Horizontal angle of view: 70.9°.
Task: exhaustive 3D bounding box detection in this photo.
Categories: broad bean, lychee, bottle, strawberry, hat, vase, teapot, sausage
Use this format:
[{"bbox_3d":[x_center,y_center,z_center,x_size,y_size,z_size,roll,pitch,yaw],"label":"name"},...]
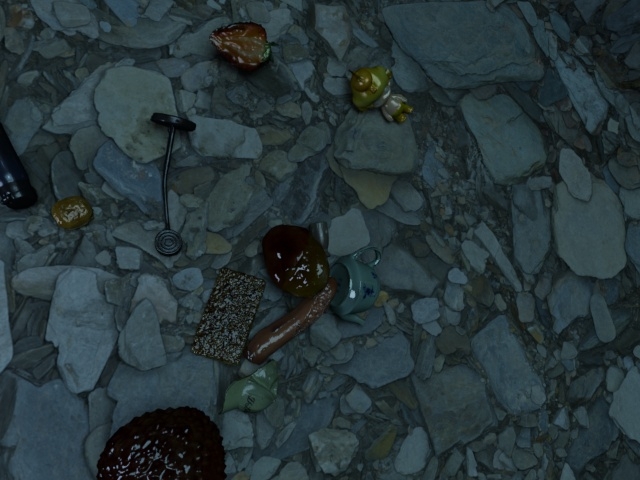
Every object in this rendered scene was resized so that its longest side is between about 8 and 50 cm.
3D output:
[{"bbox_3d":[-0.067,0.049,1.153,0.156,0.122,0.228,-36,51,-1],"label":"broad bean"},{"bbox_3d":[-0.322,0.476,0.895,0.300,0.264,0.264,-23,85,-50],"label":"lychee"},{"bbox_3d":[-0.722,-0.187,1.012,0.072,0.082,0.244,-29,87,18],"label":"bottle"},{"bbox_3d":[-0.223,-0.559,1.308,0.192,0.085,0.140,-35,109,-23],"label":"strawberry"},{"bbox_3d":[-0.165,0.362,1.071,0.081,0.122,0.166,35,25,33],"label":"hat"},{"bbox_3d":[0.000,0.000,1.270,0.053,0.053,0.101,-6,83,-24],"label":"vase"},{"bbox_3d":[0.104,0.125,1.231,0.159,0.159,0.232,12,97,-19],"label":"teapot"},{"bbox_3d":[-0.068,0.205,1.148,0.304,0.078,0.078,-38,92,-12],"label":"sausage"}]

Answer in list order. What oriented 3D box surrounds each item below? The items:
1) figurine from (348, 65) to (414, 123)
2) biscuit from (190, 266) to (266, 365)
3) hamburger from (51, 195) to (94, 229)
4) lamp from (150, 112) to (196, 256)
[{"bbox_3d":[0.190,-0.471,1.445,0.246,0.131,0.156,32,106,-28],"label":"figurine"},{"bbox_3d":[-0.228,0.188,1.126,0.131,0.025,0.231,16,69,-3],"label":"biscuit"},{"bbox_3d":[-0.580,-0.066,1.052,0.083,0.044,0.076,-38,92,-23],"label":"hamburger"},{"bbox_3d":[-0.382,-0.154,1.120,0.130,0.108,0.371,10,72,-21],"label":"lamp"}]
